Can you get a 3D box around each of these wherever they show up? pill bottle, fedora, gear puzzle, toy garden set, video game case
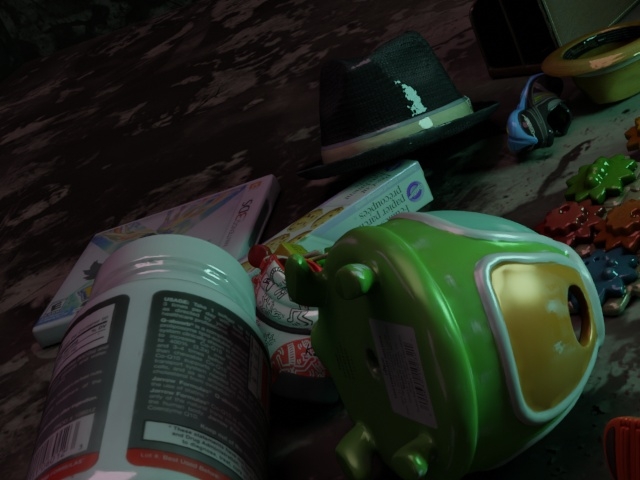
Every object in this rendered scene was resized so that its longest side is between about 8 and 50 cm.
[{"bbox_3d":[-0.150,0.166,1.163,0.210,0.210,0.363,-20,34,14],"label":"pill bottle"},{"bbox_3d":[0.088,-0.199,1.755,0.334,0.152,0.334,-20,6,2],"label":"fedora"},{"bbox_3d":[0.325,-0.051,1.363,0.175,0.044,0.339,1,42,47],"label":"gear puzzle"},{"bbox_3d":[0.056,0.023,1.441,0.244,0.049,0.204,-11,-11,29],"label":"toy garden set"},{"bbox_3d":[0.398,-0.238,1.710,0.194,0.079,0.194,-19,17,6],"label":"fedora"},{"bbox_3d":[-0.235,0.024,1.856,0.329,0.036,0.300,-18,24,18],"label":"video game case"}]

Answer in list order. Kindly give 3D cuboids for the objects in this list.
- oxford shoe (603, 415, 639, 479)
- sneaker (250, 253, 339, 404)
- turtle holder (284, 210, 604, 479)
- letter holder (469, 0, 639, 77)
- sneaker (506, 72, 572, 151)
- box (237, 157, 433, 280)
[{"bbox_3d":[0.322,0.180,0.897,0.098,0.097,0.271,-16,19,-32],"label":"oxford shoe"},{"bbox_3d":[-0.067,0.083,1.388,0.090,0.145,0.270,7,2,-41],"label":"sneaker"},{"bbox_3d":[0.112,0.098,1.140,0.227,0.243,0.320,-18,-21,-20],"label":"turtle holder"},{"bbox_3d":[0.368,-0.425,1.970,0.152,0.214,0.302,1,35,47],"label":"letter holder"},{"bbox_3d":[0.304,-0.170,1.699,0.078,0.067,0.188,7,32,18],"label":"sneaker"},{"bbox_3d":[0.000,0.000,1.627,0.324,0.063,0.067,-34,24,-19],"label":"box"}]
